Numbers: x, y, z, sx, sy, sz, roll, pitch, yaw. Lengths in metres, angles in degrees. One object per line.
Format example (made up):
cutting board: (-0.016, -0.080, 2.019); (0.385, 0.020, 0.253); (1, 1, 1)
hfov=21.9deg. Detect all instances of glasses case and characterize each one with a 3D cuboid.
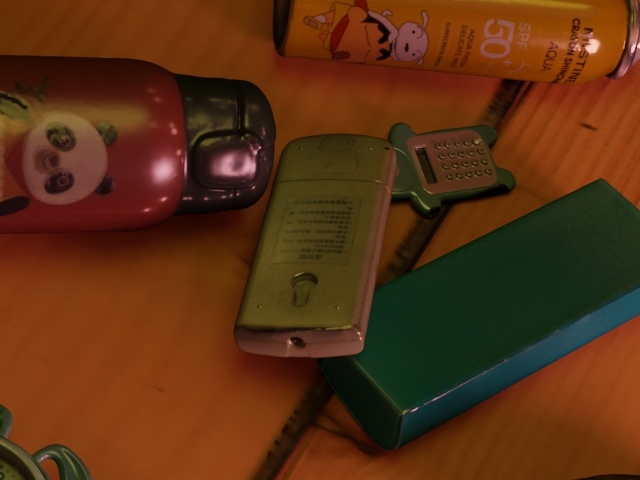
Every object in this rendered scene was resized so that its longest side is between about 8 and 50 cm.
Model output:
glasses case: (0.146, 0.056, 1.308); (0.301, 0.070, 0.117); (-25, 54, -25)

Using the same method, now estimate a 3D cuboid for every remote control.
remote control: (0.000, 0.000, 1.290); (0.098, 0.038, 0.233); (0, 41, 12)

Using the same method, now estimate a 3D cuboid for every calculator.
calculator: (0.095, -0.063, 1.404); (0.141, 0.019, 0.094); (-9, 62, -19)

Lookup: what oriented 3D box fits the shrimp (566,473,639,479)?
shrimp: (0.251, 0.205, 1.191); (0.254, 0.145, 0.059); (6, 90, -11)

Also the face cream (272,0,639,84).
face cream: (0.138, -0.196, 1.453); (0.349, 0.105, 0.105); (5, 56, -11)

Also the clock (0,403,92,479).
clock: (-0.247, 0.197, 1.118); (0.148, 0.060, 0.188); (33, 55, 10)

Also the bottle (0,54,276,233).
bottle: (-0.203, -0.077, 1.266); (0.336, 0.144, 0.144); (-2, 57, -16)
